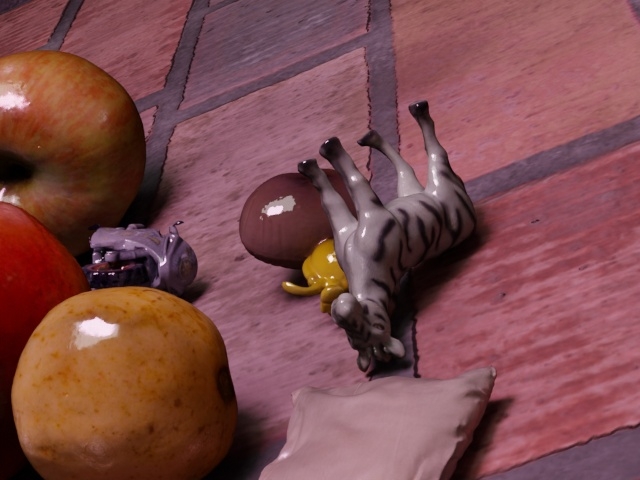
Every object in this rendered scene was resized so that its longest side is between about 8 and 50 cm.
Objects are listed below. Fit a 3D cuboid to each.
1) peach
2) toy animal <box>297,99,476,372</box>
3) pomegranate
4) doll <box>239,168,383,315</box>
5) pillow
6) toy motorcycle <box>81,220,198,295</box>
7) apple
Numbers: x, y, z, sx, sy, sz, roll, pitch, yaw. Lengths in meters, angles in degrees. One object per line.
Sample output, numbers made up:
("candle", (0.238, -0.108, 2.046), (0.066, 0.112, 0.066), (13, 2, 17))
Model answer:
("peach", (-0.355, 0.092, 1.291), (0.281, 0.281, 0.338), (-18, 30, 19))
("toy animal", (0.047, -0.018, 1.223), (0.090, 0.170, 0.255), (-27, 19, 49))
("pomegranate", (-0.170, 0.128, 1.141), (0.196, 0.196, 0.196), (-22, 26, 11))
("doll", (-0.009, 0.002, 1.316), (0.145, 0.096, 0.188), (3, 41, 5))
("pillow", (0.011, 0.183, 0.995), (0.173, 0.067, 0.270), (-4, 34, 30))
("toy motorcycle", (-0.194, 0.014, 1.476), (0.122, 0.080, 0.215), (-3, 11, -5))
("apple", (-0.335, -0.106, 1.651), (0.264, 0.264, 0.264), (-22, 26, 11))
